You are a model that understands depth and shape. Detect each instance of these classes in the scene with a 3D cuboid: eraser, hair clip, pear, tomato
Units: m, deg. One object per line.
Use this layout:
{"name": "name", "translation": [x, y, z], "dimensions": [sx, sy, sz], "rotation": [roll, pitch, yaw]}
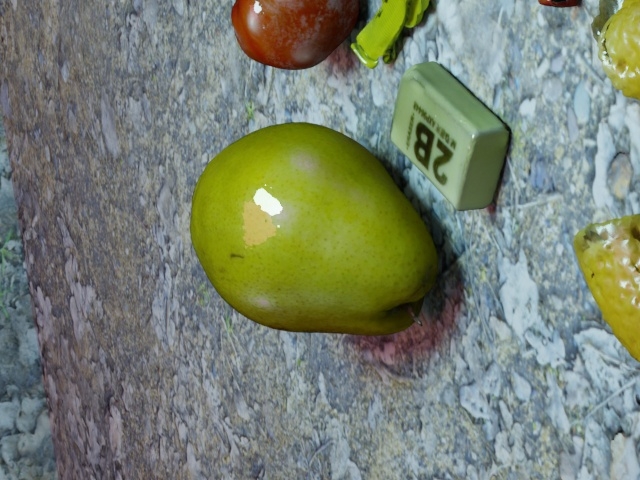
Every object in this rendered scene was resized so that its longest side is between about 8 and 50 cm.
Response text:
{"name": "eraser", "translation": [0.153, -0.127, 2.078], "dimensions": [0.172, 0.058, 0.117], "rotation": [50, 141, 44]}
{"name": "hair clip", "translation": [0.094, -0.281, 2.144], "dimensions": [0.072, 0.046, 0.173], "rotation": [56, 147, 20]}
{"name": "pear", "translation": [-0.011, -0.003, 2.211], "dimensions": [0.336, 0.285, 0.284], "rotation": [36, 131, 50]}
{"name": "tomato", "translation": [-0.038, -0.301, 2.262], "dimensions": [0.151, 0.187, 0.187], "rotation": [49, 159, -18]}

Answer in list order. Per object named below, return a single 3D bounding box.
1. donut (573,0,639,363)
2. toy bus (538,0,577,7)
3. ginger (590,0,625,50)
{"name": "donut", "translation": [0.392, -0.035, 1.539], "dimensions": [0.378, 0.164, 0.435], "rotation": [38, 132, 50]}
{"name": "toy bus", "translation": [0.251, -0.304, 1.835], "dimensions": [0.031, 0.043, 0.110], "rotation": [17, 115, 60]}
{"name": "ginger", "translation": [0.308, -0.262, 1.726], "dimensions": [0.214, 0.059, 0.133], "rotation": [64, 145, 24]}
